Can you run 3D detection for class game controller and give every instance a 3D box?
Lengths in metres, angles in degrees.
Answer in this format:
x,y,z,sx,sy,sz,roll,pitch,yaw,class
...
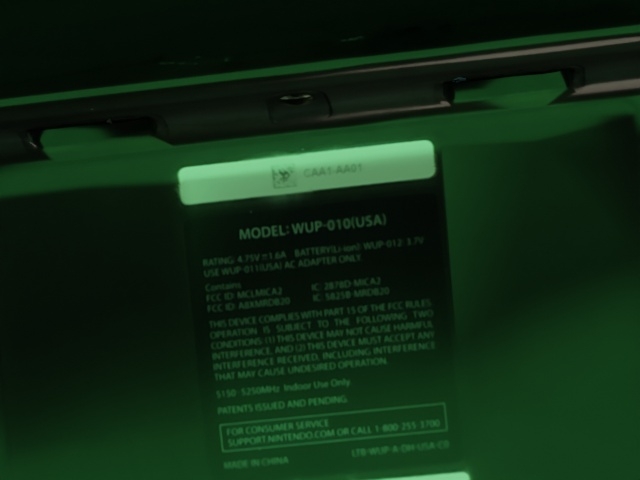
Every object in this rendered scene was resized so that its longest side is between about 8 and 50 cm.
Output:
x,y,z,sx,sy,sz,roll,pitch,yaw,class
0.000,0.000,0.376,0.319,0.067,0.166,-6,97,5,game controller
